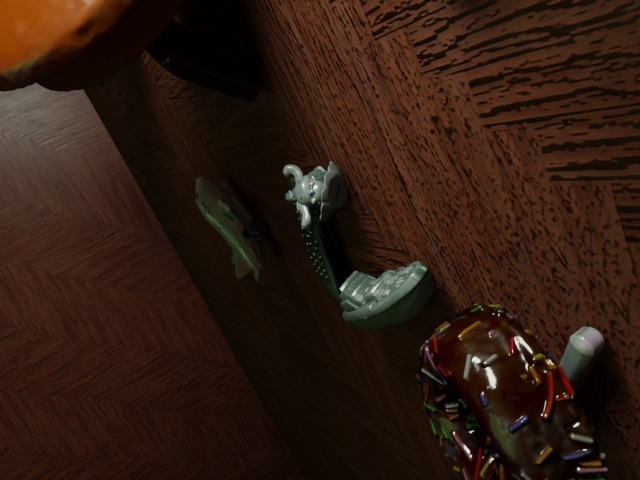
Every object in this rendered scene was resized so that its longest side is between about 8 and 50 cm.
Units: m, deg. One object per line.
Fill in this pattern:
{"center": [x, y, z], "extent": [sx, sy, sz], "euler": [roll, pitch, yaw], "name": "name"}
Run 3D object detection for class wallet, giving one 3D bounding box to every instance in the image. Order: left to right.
{"center": [-0.217, -0.292, 0.770], "extent": [0.165, 0.042, 0.309], "euler": [11, -153, -50], "name": "wallet"}

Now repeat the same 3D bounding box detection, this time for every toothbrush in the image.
{"center": [0.246, 0.196, 0.564], "extent": [0.030, 0.025, 0.342], "euler": [44, 155, 39], "name": "toothbrush"}

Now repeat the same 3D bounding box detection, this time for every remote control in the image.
{"center": [0.000, 0.000, 0.832], "extent": [0.072, 0.042, 0.221], "euler": [28, 143, 53], "name": "remote control"}

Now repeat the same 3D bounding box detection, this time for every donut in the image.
{"center": [0.176, 0.178, 0.544], "extent": [0.230, 0.096, 0.216], "euler": [130, 118, -78], "name": "donut"}

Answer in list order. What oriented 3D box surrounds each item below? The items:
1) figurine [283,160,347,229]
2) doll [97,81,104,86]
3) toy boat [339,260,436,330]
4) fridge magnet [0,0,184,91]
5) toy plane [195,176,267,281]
{"center": [-0.010, -0.060, 0.709], "extent": [0.086, 0.094, 0.082], "euler": [6, 171, 30], "name": "figurine"}
{"center": [-0.565, -0.479, 1.183], "extent": [0.247, 0.247, 0.349], "euler": [57, 167, 4], "name": "doll"}
{"center": [0.080, 0.070, 0.692], "extent": [0.085, 0.078, 0.260], "euler": [43, 161, 1], "name": "toy boat"}
{"center": [-0.293, -0.325, 0.632], "extent": [0.363, 0.363, 0.155], "euler": [43, 179, 36], "name": "fridge magnet"}
{"center": [-0.187, -0.036, 1.133], "extent": [0.255, 0.101, 0.251], "euler": [59, 160, 10], "name": "toy plane"}
